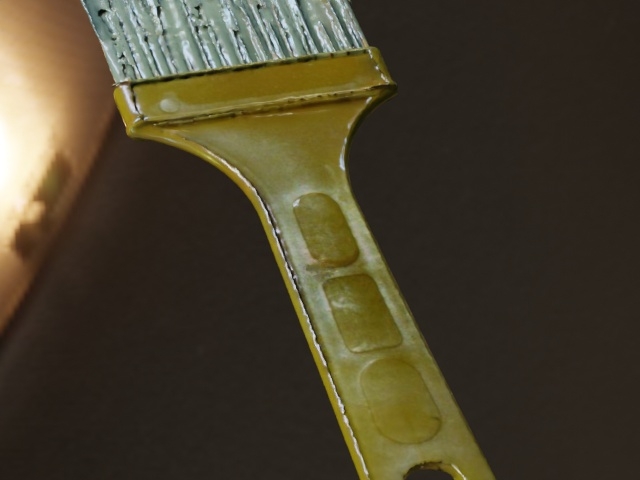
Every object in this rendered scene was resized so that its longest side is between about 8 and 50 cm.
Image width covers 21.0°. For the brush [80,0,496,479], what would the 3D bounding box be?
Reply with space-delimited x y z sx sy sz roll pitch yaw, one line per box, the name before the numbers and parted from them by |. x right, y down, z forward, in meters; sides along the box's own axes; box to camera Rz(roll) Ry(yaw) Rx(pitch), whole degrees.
brush | 0.000 0.000 0.464 0.010 0.083 0.218 101 153 -51
